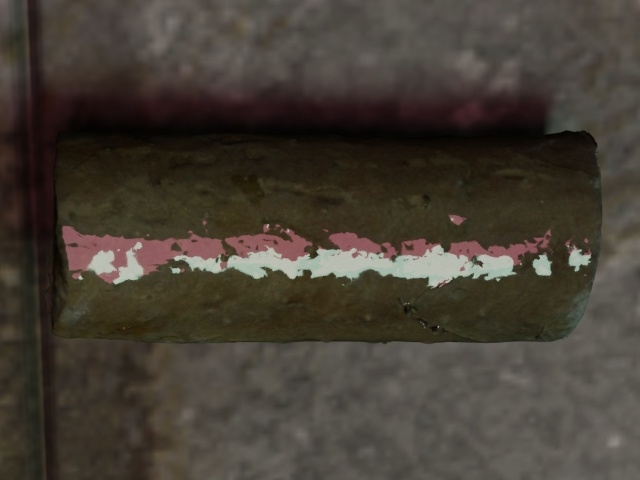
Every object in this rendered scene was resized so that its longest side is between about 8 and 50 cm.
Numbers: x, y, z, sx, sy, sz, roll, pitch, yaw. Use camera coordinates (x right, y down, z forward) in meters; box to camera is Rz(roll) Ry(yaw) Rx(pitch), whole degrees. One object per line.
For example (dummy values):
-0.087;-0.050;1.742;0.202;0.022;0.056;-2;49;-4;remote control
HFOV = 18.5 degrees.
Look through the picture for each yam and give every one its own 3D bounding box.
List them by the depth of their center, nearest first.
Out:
0.000;0.000;0.607;0.169;0.068;0.068;-1;114;-10;yam
